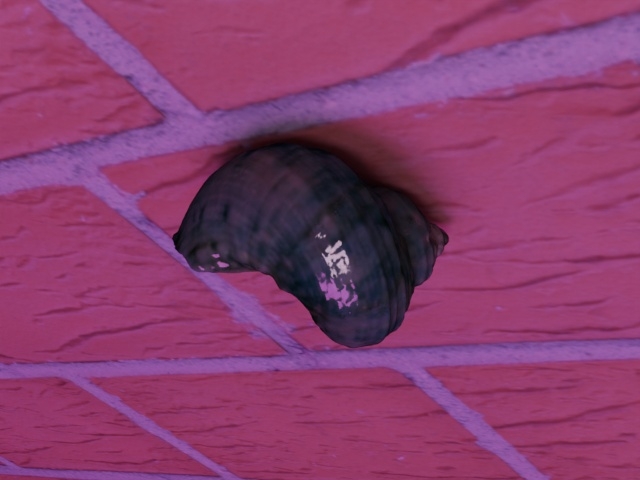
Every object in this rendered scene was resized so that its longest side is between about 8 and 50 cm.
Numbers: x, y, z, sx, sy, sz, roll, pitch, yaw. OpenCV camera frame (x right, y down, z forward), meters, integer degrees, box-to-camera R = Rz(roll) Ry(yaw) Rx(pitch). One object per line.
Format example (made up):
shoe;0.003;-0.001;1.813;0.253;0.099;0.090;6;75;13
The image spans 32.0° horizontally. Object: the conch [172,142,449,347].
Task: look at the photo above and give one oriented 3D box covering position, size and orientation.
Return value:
conch;0.004;-0.001;0.902;0.202;0.134;0.196;24;-168;-24
